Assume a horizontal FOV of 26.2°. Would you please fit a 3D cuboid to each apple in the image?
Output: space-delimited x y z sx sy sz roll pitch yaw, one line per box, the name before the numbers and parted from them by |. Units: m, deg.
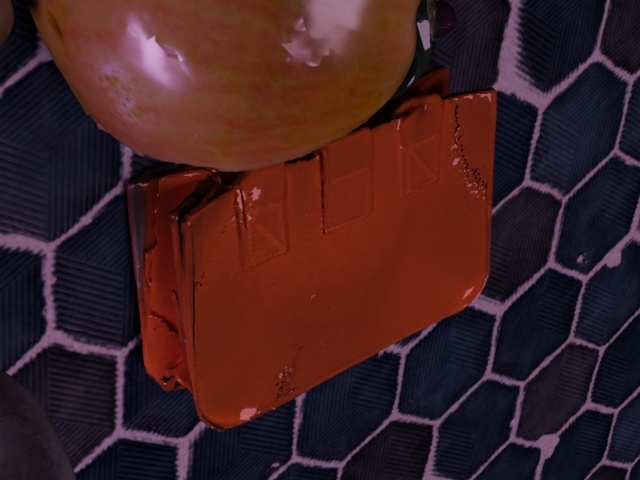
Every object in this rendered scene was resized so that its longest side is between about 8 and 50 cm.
apple | -0.076 -0.215 1.067 0.252 0.309 0.314 -5 119 -41

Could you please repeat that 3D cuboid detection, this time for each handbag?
handbag | 0.000 0.000 1.453 0.410 0.116 0.304 -24 130 -31

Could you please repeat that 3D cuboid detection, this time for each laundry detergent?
laundry detergent | 0.056 -0.205 1.368 0.221 0.078 0.144 -6 97 -43

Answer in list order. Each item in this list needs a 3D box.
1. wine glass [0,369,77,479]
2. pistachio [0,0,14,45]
wine glass | -0.335 0.174 1.096 0.238 0.323 0.238 -26 133 -32
pistachio | -0.301 -0.186 1.036 0.113 0.113 0.149 -46 133 -8
